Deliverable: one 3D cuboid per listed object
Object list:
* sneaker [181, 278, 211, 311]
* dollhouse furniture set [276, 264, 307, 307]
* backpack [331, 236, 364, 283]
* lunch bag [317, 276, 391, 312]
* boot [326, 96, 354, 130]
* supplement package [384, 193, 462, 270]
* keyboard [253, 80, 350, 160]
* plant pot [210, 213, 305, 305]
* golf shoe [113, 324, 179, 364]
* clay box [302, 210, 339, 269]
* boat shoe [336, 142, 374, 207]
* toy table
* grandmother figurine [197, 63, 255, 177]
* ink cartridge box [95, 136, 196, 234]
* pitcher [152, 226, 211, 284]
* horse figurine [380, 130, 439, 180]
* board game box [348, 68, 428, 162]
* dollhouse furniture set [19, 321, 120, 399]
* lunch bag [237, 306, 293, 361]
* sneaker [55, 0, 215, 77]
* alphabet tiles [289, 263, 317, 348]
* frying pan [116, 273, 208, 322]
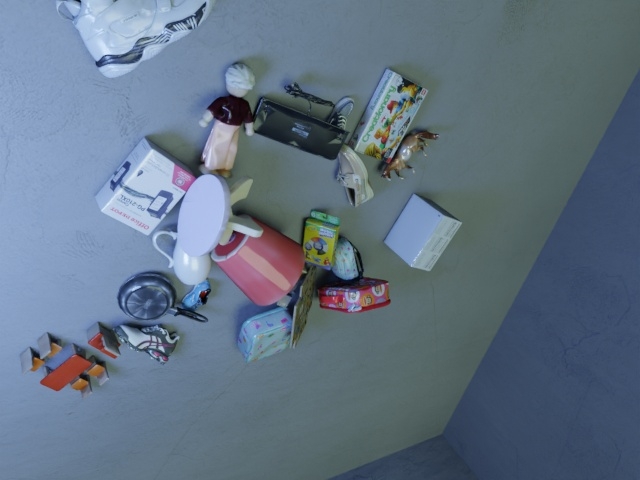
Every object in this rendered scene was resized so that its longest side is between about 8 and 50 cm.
[{"bbox_3d":[-0.456,0.219,1.808,0.064,0.073,0.162,20,110,-43],"label":"sneaker"},{"bbox_3d":[-0.171,0.147,1.967,0.161,0.101,0.181,25,108,-18],"label":"dollhouse furniture set"},{"bbox_3d":[0.095,0.081,2.046,0.115,0.152,0.181,-28,123,-24],"label":"backpack"},{"bbox_3d":[0.124,0.232,2.077,0.259,0.293,0.120,-9,93,-31],"label":"lunch bag"},{"bbox_3d":[0.067,-0.401,1.696,0.069,0.086,0.190,26,105,-44],"label":"boot"},{"bbox_3d":[0.444,-0.035,2.155,0.145,0.204,0.261,15,113,-42],"label":"supplement package"},{"bbox_3d":[-0.051,-0.392,1.593,0.318,0.033,0.201,16,120,-23],"label":"keyboard"},{"bbox_3d":[-0.232,0.054,1.726,0.275,0.275,0.243,-46,125,3],"label":"plant pot"},{"bbox_3d":[-0.631,0.348,1.782,0.120,0.105,0.273,-53,143,-11],"label":"golf shoe"},{"bbox_3d":[0.000,0.000,1.925,0.053,0.128,0.221,-54,156,-52],"label":"clay box"},{"bbox_3d":[0.115,-0.238,1.844,0.098,0.109,0.302,-38,141,-7],"label":"boat shoe"},{"bbox_3d":[-0.316,-0.082,1.525,0.161,0.252,0.274,-13,148,-54],"label":"toy table"},{"bbox_3d":[-0.281,-0.361,1.482,0.208,0.104,0.342,-19,135,-60],"label":"grandmother figurine"},{"bbox_3d":[-0.518,-0.156,1.459,0.237,0.100,0.172,-48,136,5],"label":"ink cartridge box"},{"bbox_3d":[-0.461,0.046,1.646,0.178,0.125,0.206,-11,118,-21],"label":"pitcher"},{"bbox_3d":[0.352,-0.341,1.960,0.175,0.066,0.263,19,112,-49],"label":"horse figurine"},{"bbox_3d":[0.248,-0.451,1.809,0.193,0.053,0.305,10,116,-39],"label":"board game box"},{"bbox_3d":[-0.813,0.411,1.656,0.259,0.135,0.262,-40,136,-3],"label":"dollhouse furniture set"},{"bbox_3d":[-0.220,0.390,2.037,0.224,0.107,0.279,-19,151,-28],"label":"lunch bag"},{"bbox_3d":[-0.432,-0.572,1.176,0.366,0.137,0.210,-37,139,-2],"label":"sneaker"},{"bbox_3d":[-0.069,0.269,2.023,0.285,0.011,0.342,-62,164,-55],"label":"alphabet tiles"},{"bbox_3d":[-0.568,0.248,1.731,0.197,0.053,0.326,-33,123,2],"label":"frying pan"}]
